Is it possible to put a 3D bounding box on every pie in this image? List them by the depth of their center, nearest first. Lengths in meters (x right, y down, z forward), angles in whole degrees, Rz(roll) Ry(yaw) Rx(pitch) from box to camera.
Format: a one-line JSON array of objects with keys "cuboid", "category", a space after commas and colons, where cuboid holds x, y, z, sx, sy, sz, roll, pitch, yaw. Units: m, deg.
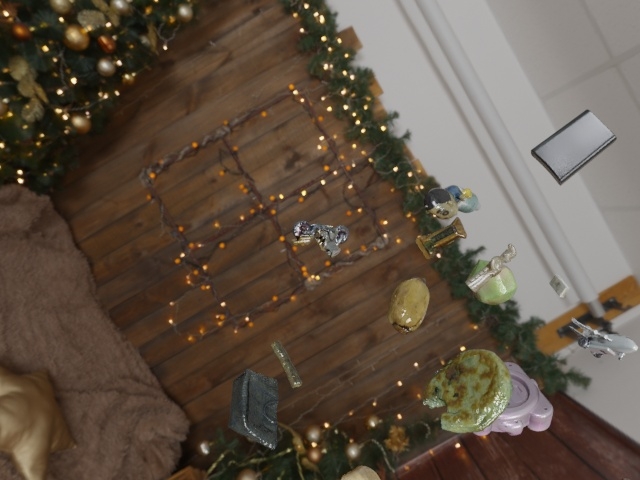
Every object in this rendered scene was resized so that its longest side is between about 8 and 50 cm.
[{"cuboid": [0.478, 0.480, 1.459, 0.067, 0.302, 0.302, 48, 5, -22], "category": "pie"}]

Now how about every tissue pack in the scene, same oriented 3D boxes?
[{"cuboid": [1.047, 0.198, 1.975, 0.023, 0.056, 0.108, 18, 25, -8], "category": "tissue pack"}]

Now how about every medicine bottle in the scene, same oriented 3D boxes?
[{"cuboid": [0.728, -0.194, 2.255, 0.351, 0.110, 0.110, 6, 48, -53], "category": "medicine bottle"}]

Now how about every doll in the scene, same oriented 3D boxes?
[{"cuboid": [0.338, -0.101, 1.203, 0.102, 0.179, 0.089, -27, -102, 53], "category": "doll"}]

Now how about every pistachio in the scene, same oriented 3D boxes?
[{"cuboid": [0.123, 0.802, 1.343, 0.157, 0.157, 0.230, 59, 17, -53], "category": "pistachio"}]

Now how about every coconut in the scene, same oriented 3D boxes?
[{"cuboid": [0.837, 0.197, 2.222, 0.236, 0.204, 0.236, 63, -2, 3], "category": "coconut"}]

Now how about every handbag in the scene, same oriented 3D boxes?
[{"cuboid": [-0.211, 0.550, 1.505, 0.175, 0.088, 0.270, 34, 27, -25], "category": "handbag"}]

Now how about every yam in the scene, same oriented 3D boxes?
[{"cuboid": [-0.171, 0.618, 2.257, 0.253, 0.061, 0.061, 56, -2, 29], "category": "yam"}]

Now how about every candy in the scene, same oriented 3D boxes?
[{"cuboid": [0.665, -0.007, 2.472, 0.101, 0.271, 0.143, 20, 45, -61], "category": "candy"}]

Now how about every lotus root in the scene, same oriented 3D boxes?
[{"cuboid": [0.279, 0.189, 1.396, 0.118, 0.221, 0.125, 25, -33, 4], "category": "lotus root"}]

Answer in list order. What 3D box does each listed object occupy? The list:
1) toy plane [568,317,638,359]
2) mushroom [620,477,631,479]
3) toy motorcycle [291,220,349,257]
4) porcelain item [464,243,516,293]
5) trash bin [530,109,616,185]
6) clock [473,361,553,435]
[{"cuboid": [1.056, 0.384, 1.675, 0.251, 0.101, 0.255, 34, -5, -11], "category": "toy plane"}, {"cuboid": [1.145, 0.940, 1.648, 0.109, 0.085, 0.126, 82, -7, -57], "category": "mushroom"}, {"cuboid": [0.000, 0.000, 1.668, 0.094, 0.229, 0.130, 42, -58, 59], "category": "toy motorcycle"}, {"cuboid": [0.618, 0.100, 1.617, 0.054, 0.213, 0.084, 52, 11, 27], "category": "porcelain item"}, {"cuboid": [0.921, -0.339, 1.646, 0.165, 0.225, 0.115, 54, 19, 16], "category": "trash bin"}, {"cuboid": [0.702, 0.628, 1.779, 0.295, 0.322, 0.113, -114, -165, -60], "category": "clock"}]
